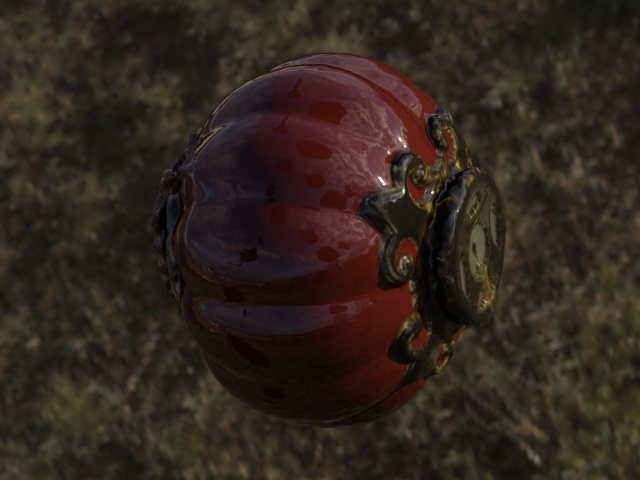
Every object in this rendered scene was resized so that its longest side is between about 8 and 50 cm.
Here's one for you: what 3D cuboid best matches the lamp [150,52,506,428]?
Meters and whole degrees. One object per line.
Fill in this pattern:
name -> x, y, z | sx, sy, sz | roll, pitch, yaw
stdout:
lamp -> 0.000, 0.000, 1.092 | 0.227, 0.227, 0.227 | -15, 34, 10
